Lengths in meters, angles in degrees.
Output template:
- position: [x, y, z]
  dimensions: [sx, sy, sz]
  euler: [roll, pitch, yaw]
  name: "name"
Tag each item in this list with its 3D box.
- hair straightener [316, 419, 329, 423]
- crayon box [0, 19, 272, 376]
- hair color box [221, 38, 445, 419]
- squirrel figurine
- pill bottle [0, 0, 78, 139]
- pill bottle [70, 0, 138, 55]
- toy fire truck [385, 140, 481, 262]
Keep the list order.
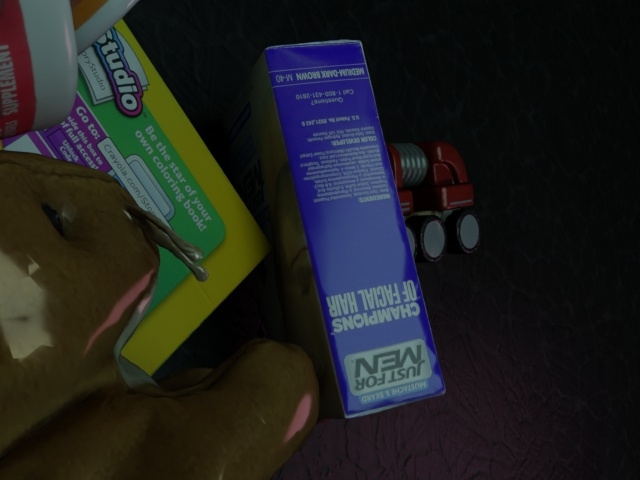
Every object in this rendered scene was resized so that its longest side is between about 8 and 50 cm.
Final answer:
- position: [0.044, 0.115, 0.940]
  dimensions: [0.230, 0.047, 0.089]
  euler: [-34, 104, -41]
  name: "hair straightener"
- position: [-0.243, -0.044, 0.635]
  dimensions: [0.362, 0.106, 0.313]
  euler: [58, 44, -17]
  name: "crayon box"
- position: [0.000, 0.000, 0.792]
  dimensions: [0.110, 0.185, 0.338]
  euler: [-11, 81, -21]
  name: "hair color box"
- position: [-0.176, 0.153, 0.412]
  dimensions: [0.397, 0.281, 0.370]
  euler: [-30, 102, -28]
  name: "squirrel figurine"
- position: [-0.298, -0.106, 0.384]
  dimensions: [0.319, 0.176, 0.176]
  euler: [-19, 94, -26]
  name: "pill bottle"
- position: [-0.220, -0.237, 0.553]
  dimensions: [0.216, 0.121, 0.121]
  euler: [46, 50, -25]
  name: "pill bottle"
- position: [0.072, -0.096, 0.979]
  dimensions: [0.217, 0.159, 0.246]
  euler: [-10, 97, -48]
  name: "toy fire truck"
